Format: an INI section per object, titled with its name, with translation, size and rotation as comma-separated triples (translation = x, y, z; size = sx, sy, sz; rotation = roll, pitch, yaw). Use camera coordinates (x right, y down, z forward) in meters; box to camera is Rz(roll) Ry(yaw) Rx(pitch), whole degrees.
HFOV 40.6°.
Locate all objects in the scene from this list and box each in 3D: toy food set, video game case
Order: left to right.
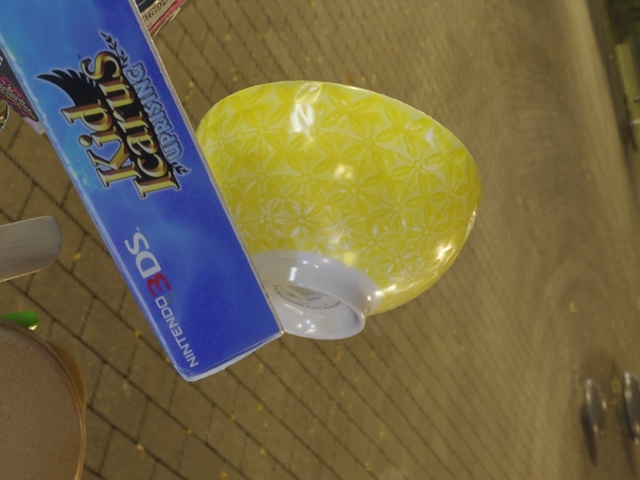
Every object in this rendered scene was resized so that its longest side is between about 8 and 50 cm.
[toy food set]
translation = -0.156, 0.093, 0.377
size = 0.132, 0.038, 0.192
rotation = -16, 100, -50
[video game case]
translation = -0.128, -0.091, 0.463
size = 0.270, 0.061, 0.244
rotation = 68, -11, -24

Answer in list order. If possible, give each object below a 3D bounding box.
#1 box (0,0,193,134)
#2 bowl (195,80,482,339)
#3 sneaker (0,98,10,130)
[box]
translation = -0.225, -0.247, 0.813
size = 0.163, 0.142, 0.247
rotation = 45, 67, -9
[bowl]
translation = 0.000, 0.000, 0.822
size = 0.289, 0.289, 0.156
rotation = 51, 44, -47
[sneaker]
translation = -0.417, -0.183, 1.073
size = 0.067, 0.188, 0.078
rotation = 49, 38, -3
